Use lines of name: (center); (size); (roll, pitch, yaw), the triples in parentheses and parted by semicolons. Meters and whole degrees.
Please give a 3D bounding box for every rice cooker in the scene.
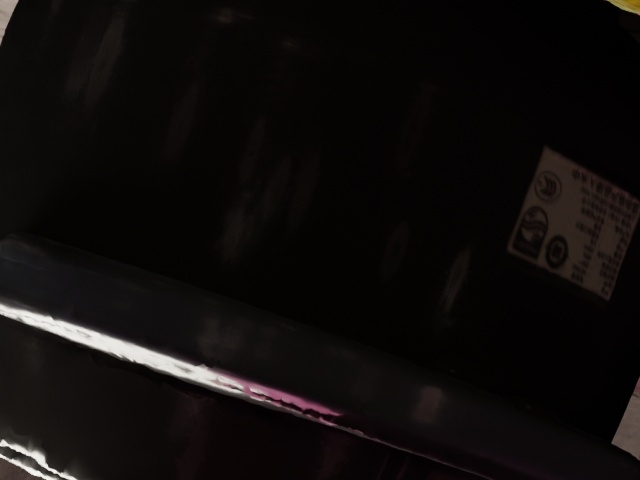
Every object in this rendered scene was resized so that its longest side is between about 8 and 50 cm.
rice cooker: (0.000, 0.000, 0.645); (0.267, 0.224, 0.267); (20, 174, 2)

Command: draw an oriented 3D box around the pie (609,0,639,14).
pie: (0.088, -0.091, 0.269); (0.323, 0.070, 0.323); (20, 174, 2)
